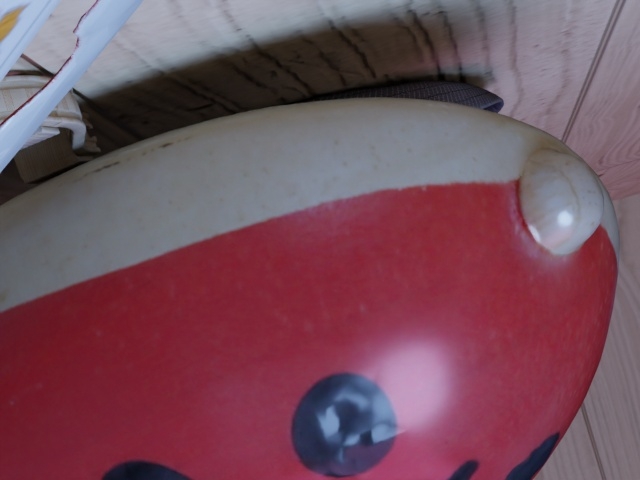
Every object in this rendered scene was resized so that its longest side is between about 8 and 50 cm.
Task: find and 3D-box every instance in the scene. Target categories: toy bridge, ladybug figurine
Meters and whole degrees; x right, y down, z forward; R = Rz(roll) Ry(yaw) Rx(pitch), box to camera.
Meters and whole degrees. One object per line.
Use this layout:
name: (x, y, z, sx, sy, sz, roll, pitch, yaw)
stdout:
toy bridge: (-0.130, -0.044, 0.742, 0.063, 0.026, 0.188, -20, 174, 18)
ladybug figurine: (-0.044, 0.085, 0.899, 0.305, 0.162, 0.449, 18, 144, -35)

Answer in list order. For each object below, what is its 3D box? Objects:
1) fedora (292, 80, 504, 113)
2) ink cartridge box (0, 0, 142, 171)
fedora: (0.000, 0.000, 1.093, 0.244, 0.124, 0.275, -15, 175, -5)
ink cartridge box: (-0.179, -0.010, 0.351, 0.308, 0.091, 0.385, -43, 175, 40)
